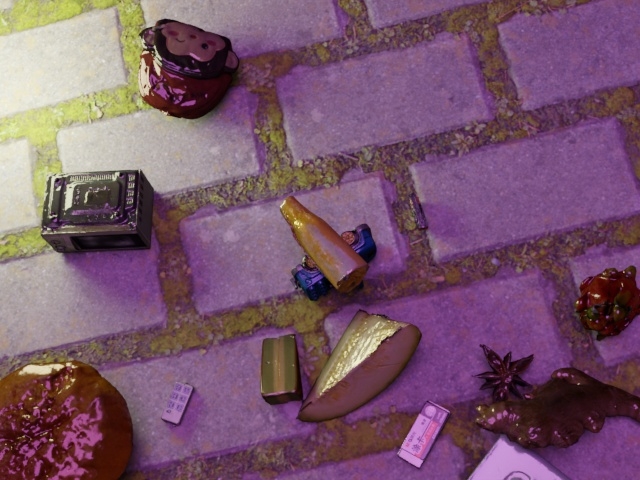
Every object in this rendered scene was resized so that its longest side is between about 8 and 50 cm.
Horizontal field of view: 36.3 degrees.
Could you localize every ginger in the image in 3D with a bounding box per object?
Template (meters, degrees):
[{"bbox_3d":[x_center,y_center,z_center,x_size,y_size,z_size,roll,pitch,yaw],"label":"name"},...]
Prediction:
[{"bbox_3d":[0.440,0.303,1.780,0.333,0.080,0.166,-14,47,-22],"label":"ginger"}]

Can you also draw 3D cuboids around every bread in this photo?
[{"bbox_3d":[-0.080,0.241,1.899,0.074,0.084,0.139,-8,68,5],"label":"bread"},{"bbox_3d":[-0.503,0.377,1.859,0.312,0.172,0.312,-1,72,2],"label":"bread"}]

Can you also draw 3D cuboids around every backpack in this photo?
[{"bbox_3d":[-0.299,-0.366,2.131,0.229,0.139,0.229,4,70,-11],"label":"backpack"}]

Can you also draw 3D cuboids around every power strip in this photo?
[{"bbox_3d":[-0.282,0.321,1.930,0.040,0.016,0.090,17,72,12],"label":"power strip"}]

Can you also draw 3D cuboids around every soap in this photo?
[{"bbox_3d":[0.392,0.487,1.747,0.265,0.087,0.159,37,77,18],"label":"soap"}]

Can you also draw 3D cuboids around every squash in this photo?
[{"bbox_3d":[0.081,0.266,1.857,0.169,0.093,0.252,7,61,58],"label":"squash"}]

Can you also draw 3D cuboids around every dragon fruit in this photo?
[{"bbox_3d":[0.556,0.125,1.860,0.139,0.175,0.142,4,101,19],"label":"dragon fruit"}]

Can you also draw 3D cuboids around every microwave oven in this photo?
[{"bbox_3d":[-0.465,-0.064,2.037,0.205,0.129,0.163,-3,70,5],"label":"microwave oven"}]

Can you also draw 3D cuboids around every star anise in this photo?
[{"bbox_3d":[0.344,0.269,1.853,0.124,0.056,0.129,12,82,-9],"label":"star anise"}]

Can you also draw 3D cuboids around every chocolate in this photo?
[{"bbox_3d":[0.000,0.000,1.883,0.086,0.085,0.219,-37,67,-7],"label":"chocolate"}]

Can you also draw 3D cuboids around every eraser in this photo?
[{"bbox_3d":[0.196,0.367,1.847,0.052,0.029,0.122,28,75,16],"label":"eraser"}]

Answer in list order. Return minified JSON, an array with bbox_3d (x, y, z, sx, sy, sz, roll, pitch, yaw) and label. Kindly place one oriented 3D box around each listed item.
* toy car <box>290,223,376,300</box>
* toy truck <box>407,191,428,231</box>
[{"bbox_3d":[0.037,0.056,1.946,0.191,0.097,0.100,-34,69,-6],"label":"toy car"},{"bbox_3d":[0.199,-0.060,2.006,0.024,0.032,0.083,-17,67,5],"label":"toy truck"}]
